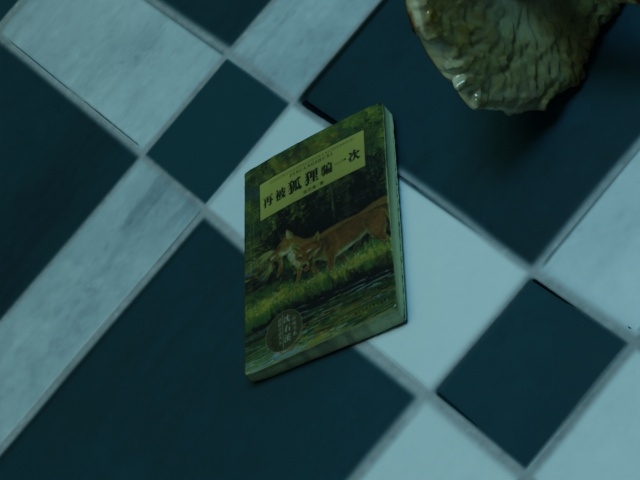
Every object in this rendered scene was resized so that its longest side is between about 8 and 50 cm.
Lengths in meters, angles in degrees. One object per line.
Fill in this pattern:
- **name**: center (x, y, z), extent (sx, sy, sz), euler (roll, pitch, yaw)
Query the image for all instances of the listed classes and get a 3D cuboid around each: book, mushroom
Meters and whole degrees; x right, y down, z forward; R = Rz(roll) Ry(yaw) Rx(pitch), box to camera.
- **book**: center (0.000, 0.000, 1.687), extent (0.160, 0.024, 0.228), euler (-25, 47, 27)
- **mushroom**: center (0.220, -0.231, 1.519), extent (0.301, 0.233, 0.208), euler (-17, 59, 33)
